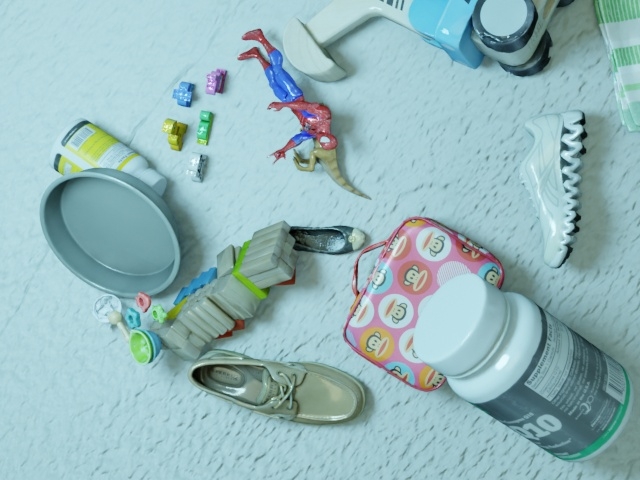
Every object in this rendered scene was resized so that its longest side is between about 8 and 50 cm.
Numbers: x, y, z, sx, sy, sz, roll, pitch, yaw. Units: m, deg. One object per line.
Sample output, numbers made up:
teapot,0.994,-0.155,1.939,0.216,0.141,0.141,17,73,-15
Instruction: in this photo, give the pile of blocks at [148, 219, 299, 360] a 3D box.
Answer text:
pile of blocks,-0.171,0.108,1.948,0.362,0.149,0.112,-36,119,18

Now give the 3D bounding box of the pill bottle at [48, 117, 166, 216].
pill bottle,-0.413,-0.137,1.973,0.208,0.119,0.119,34,96,8

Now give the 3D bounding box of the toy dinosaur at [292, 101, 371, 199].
toy dinosaur,0.008,-0.160,1.931,0.112,0.064,0.211,-19,88,8

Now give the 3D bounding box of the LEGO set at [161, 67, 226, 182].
LEGO set,-0.257,-0.233,1.959,0.087,0.093,0.227,13,93,9

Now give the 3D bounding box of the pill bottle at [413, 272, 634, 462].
pill bottle,0.346,0.216,1.734,0.361,0.204,0.204,34,96,-23

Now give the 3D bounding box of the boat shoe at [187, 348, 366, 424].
boat shoe,-0.084,0.287,1.924,0.341,0.110,0.121,8,92,10

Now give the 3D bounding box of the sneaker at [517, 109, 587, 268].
sneaker,0.420,-0.094,1.849,0.118,0.110,0.292,3,83,17

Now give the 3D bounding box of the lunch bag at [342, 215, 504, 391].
lunch bag,0.174,0.106,1.875,0.258,0.120,0.293,32,96,9

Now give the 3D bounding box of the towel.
towel,0.636,-0.380,1.837,0.248,0.038,0.325,-14,88,9

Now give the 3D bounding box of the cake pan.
cake pan,-0.394,-0.019,1.933,0.293,0.054,0.293,11,129,14

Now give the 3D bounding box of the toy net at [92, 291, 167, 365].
toy net,-0.381,0.147,1.946,0.232,0.045,0.122,23,117,40

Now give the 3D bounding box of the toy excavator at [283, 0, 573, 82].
toy excavator,0.202,-0.435,1.848,0.445,0.222,0.433,28,95,22

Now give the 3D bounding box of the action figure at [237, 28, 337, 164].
action figure,-0.084,-0.257,1.887,0.139,0.091,0.280,-32,70,-27

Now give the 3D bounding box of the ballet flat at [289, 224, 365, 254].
ballet flat,0.000,0.000,1.939,0.173,0.049,0.057,-1,91,9
